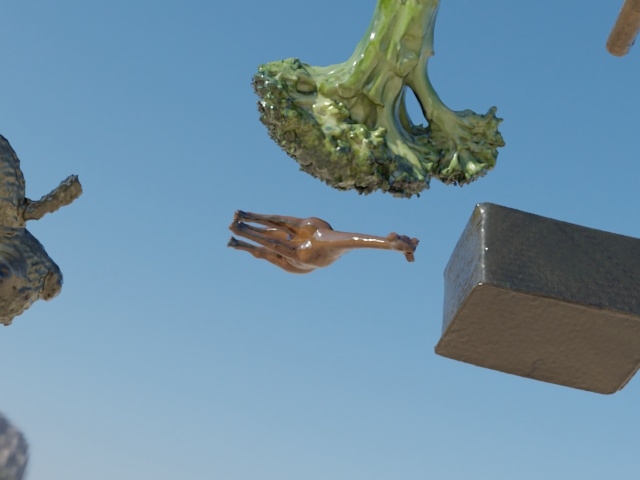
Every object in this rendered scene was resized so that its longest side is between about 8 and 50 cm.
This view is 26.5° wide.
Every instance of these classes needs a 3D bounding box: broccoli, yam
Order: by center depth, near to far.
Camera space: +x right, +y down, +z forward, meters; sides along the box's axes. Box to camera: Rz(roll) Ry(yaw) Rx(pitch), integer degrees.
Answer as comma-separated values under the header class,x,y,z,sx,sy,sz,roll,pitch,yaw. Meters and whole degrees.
class,x,y,z,sx,sy,sz,roll,pitch,yaw
yam,0.311,-0.231,1.321,0.032,0.032,0.145,17,-30,1
broccoli,0.061,-0.266,2.070,0.353,0.397,0.275,-16,21,-20

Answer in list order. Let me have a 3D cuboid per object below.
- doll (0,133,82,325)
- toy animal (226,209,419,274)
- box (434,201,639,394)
class,x,y,z,sx,sy,sz,roll,pitch,yaw
doll,-0.332,-0.062,1.371,0.202,0.286,0.091,17,4,-15
toy animal,0.000,0.000,1.700,0.229,0.066,0.224,15,-14,0
box,0.305,0.081,1.815,0.273,0.143,0.184,13,-41,-8
